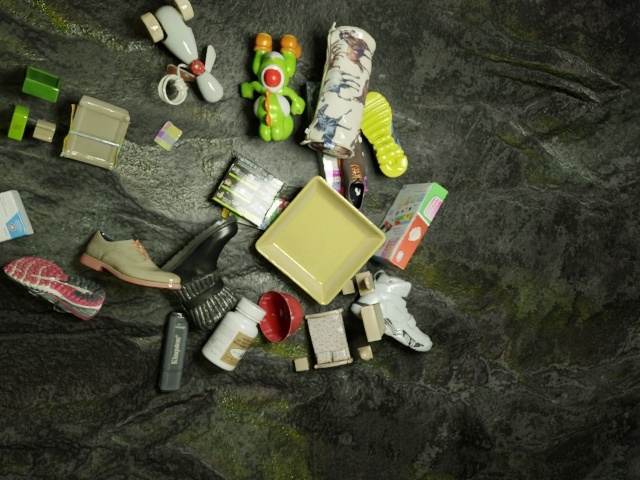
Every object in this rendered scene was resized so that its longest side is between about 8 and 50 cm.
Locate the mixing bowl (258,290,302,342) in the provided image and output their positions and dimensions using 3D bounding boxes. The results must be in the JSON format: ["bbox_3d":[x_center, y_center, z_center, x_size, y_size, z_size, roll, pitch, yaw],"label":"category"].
[{"bbox_3d":[-0.129,0.261,1.663,0.098,0.181,0.181,-3,96,-46],"label":"mixing bowl"}]

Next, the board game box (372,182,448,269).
[{"bbox_3d":[0.303,-0.060,1.718,0.064,0.242,0.316,32,86,-17],"label":"board game box"}]

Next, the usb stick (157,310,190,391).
[{"bbox_3d":[-0.499,0.380,1.606,0.077,0.045,0.278,8,92,-17],"label":"usb stick"}]

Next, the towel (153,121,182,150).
[{"bbox_3d":[-0.507,-0.348,1.565,0.060,0.009,0.083,37,84,-17],"label":"towel"}]

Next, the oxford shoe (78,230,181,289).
[{"bbox_3d":[-0.582,0.062,1.461,0.348,0.123,0.130,18,82,9],"label":"oxford shoe"}]

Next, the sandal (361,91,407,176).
[{"bbox_3d":[0.224,-0.386,1.730,0.126,0.138,0.317,-16,97,11],"label":"sandal"}]

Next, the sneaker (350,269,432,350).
[{"bbox_3d":[0.310,0.269,1.798,0.366,0.137,0.210,31,88,-14],"label":"sneaker"}]

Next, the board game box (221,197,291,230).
[{"bbox_3d":[-0.209,-0.104,1.666,0.259,0.039,0.124,17,88,-15],"label":"board game box"}]

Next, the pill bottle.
[{"bbox_3d":[-0.292,0.318,1.620,0.131,0.131,0.229,35,84,-17],"label":"pill bottle"}]

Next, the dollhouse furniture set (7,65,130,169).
[{"bbox_3d":[-0.768,-0.371,1.455,0.301,0.151,0.197,15,111,-35],"label":"dollhouse furniture set"}]

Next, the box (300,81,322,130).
[{"bbox_3d":[0.017,-0.476,1.674,0.158,0.093,0.156,-5,96,-16],"label":"box"}]

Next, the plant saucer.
[{"bbox_3d":[0.000,0.000,1.648,0.333,0.081,0.333,41,94,-8],"label":"plant saucer"}]

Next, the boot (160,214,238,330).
[{"bbox_3d":[-0.352,0.105,1.582,0.348,0.131,0.260,-41,98,1],"label":"boot"}]

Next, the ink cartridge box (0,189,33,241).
[{"bbox_3d":[-0.990,-0.057,1.402,0.190,0.082,0.140,-19,100,-16],"label":"ink cartridge box"}]

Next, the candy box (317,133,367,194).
[{"bbox_3d":[0.075,-0.285,1.717,0.159,0.071,0.233,-9,98,-16],"label":"candy box"}]

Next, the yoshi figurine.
[{"bbox_3d":[-0.156,-0.493,1.596,0.203,0.203,0.362,13,76,-45],"label":"yoshi figurine"}]

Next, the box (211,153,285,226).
[{"bbox_3d":[-0.245,-0.169,1.610,0.190,0.045,0.184,31,83,-16],"label":"box"}]

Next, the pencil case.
[{"bbox_3d":[0.064,-0.488,1.554,0.183,0.160,0.410,10,91,-32],"label":"pencil case"}]

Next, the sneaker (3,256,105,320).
[{"bbox_3d":[-0.832,0.155,1.455,0.299,0.121,0.112,29,116,-10],"label":"sneaker"}]

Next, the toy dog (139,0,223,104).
[{"bbox_3d":[-0.444,-0.609,1.515,0.220,0.161,0.334,-15,113,-18],"label":"toy dog"}]

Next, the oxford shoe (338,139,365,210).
[{"bbox_3d":[0.123,-0.234,1.646,0.097,0.098,0.271,-5,97,-17],"label":"oxford shoe"}]

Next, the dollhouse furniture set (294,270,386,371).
[{"bbox_3d":[0.035,0.295,1.653,0.355,0.174,0.303,-14,84,13],"label":"dollhouse furniture set"}]
